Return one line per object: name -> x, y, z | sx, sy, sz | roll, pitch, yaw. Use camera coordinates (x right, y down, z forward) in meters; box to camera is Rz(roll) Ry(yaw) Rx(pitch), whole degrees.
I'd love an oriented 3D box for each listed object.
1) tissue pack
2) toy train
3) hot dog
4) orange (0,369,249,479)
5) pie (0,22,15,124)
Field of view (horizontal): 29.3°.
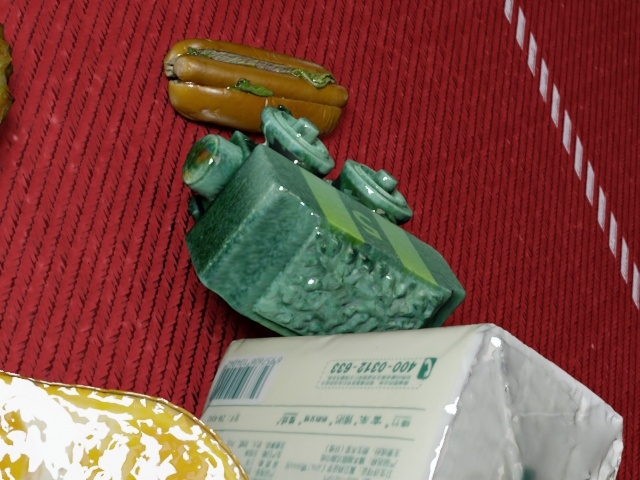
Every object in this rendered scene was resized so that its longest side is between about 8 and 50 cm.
tissue pack -> 0.033, 0.238, 1.043 | 0.207, 0.380, 0.297 | 34, 67, -29
toy train -> 0.000, 0.000, 1.227 | 0.299, 0.167, 0.238 | 28, 19, -32
hot dog -> -0.065, -0.169, 1.358 | 0.249, 0.068, 0.100 | 3, 71, -43
orange -> -0.227, 0.226, 0.923 | 0.310, 0.274, 0.274 | 14, 64, -38
pie -> -0.416, -0.152, 1.003 | 0.355, 0.103, 0.288 | -12, 82, -49
